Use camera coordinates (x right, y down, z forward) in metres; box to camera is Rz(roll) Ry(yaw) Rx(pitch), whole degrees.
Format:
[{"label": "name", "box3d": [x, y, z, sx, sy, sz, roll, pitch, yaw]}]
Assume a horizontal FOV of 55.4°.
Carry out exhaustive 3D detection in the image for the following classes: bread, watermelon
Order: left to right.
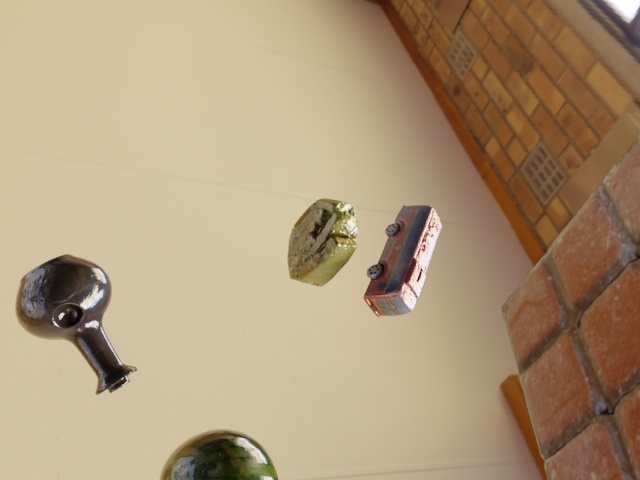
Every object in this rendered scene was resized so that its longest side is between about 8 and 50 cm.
[{"label": "watermelon", "box3d": [-0.199, 0.498, 1.216, 0.242, 0.242, 0.242, 13, -136, -13]}, {"label": "bread", "box3d": [0.000, 0.000, 0.939, 0.064, 0.156, 0.118, 11, -131, -27]}]

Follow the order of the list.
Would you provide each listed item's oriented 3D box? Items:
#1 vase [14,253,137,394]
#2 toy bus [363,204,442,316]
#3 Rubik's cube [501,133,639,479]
[{"label": "vase", "box3d": [-0.303, 0.111, 0.781, 0.120, 0.120, 0.183, -33, -90, -42]}, {"label": "toy bus", "box3d": [0.132, 0.029, 0.962, 0.065, 0.077, 0.192, 51, -130, -35]}, {"label": "Rubik's cube", "box3d": [0.375, 0.101, 0.407, 0.337, 0.344, 0.344, 16, -137, -13]}]
